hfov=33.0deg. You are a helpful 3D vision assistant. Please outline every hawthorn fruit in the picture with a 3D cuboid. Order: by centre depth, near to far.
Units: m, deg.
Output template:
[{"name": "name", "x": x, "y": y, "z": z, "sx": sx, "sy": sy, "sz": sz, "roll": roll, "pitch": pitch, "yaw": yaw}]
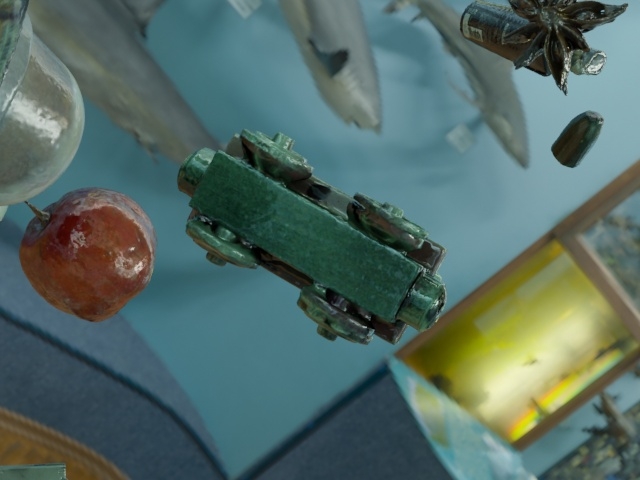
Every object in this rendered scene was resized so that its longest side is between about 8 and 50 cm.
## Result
[{"name": "hawthorn fruit", "x": -0.419, "y": 0.003, "z": 1.852, "sx": 0.271, "sy": 0.242, "sz": 0.242, "roll": 44, "pitch": 11, "yaw": -35}]

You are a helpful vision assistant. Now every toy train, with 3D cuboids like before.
[{"name": "toy train", "x": 0.000, "y": 0.000, "z": 1.122, "sx": 0.304, "sy": 0.150, "sz": 0.221, "roll": 31, "pitch": 3, "yaw": 14}]

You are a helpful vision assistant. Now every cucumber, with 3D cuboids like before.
[{"name": "cucumber", "x": 0.350, "y": -0.142, "z": 1.461, "sx": 0.048, "sy": 0.048, "sz": 0.105, "roll": 53, "pitch": -26, "yaw": 18}]

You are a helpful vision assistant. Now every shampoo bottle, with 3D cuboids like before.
[{"name": "shampoo bottle", "x": 0.259, "y": -0.244, "z": 1.324, "sx": 0.207, "sy": 0.063, "sz": 0.057, "roll": 32, "pitch": -26, "yaw": 45}]

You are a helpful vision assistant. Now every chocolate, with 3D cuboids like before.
[{"name": "chocolate", "x": -0.263, "y": -0.108, "z": 0.849, "sx": 0.147, "sy": 0.221, "sz": 0.221, "roll": 33, "pitch": 19, "yaw": -54}]

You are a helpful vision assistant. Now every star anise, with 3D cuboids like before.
[{"name": "star anise", "x": 0.237, "y": -0.232, "z": 1.127, "sx": 0.129, "sy": 0.124, "sz": 0.056, "roll": 38, "pitch": 11, "yaw": 23}]

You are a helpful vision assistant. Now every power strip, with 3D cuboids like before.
[{"name": "power strip", "x": -0.338, "y": 0.265, "z": 1.156, "sx": 0.019, "sy": 0.136, "sz": 0.051, "roll": -166, "pitch": -104, "yaw": -73}]

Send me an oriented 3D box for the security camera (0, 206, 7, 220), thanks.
[{"name": "security camera", "x": -0.521, "y": -0.160, "z": 1.577, "sx": 0.194, "sy": 0.236, "sz": 0.194, "roll": 14, "pitch": -8, "yaw": 2}]
